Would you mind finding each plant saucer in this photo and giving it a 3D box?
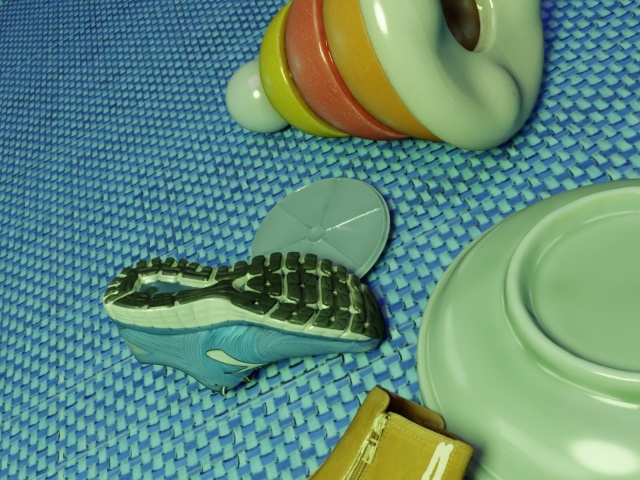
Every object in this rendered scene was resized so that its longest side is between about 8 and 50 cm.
[{"bbox_3d":[0.270,0.058,0.593,0.401,0.100,0.400,-14,41,12],"label":"plant saucer"}]

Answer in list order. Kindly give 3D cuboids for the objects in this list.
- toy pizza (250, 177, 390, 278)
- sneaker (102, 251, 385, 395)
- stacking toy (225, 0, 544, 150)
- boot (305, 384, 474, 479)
[{"bbox_3d":[0.000,0.000,0.942,0.201,0.032,0.201,-15,50,18],"label":"toy pizza"},{"bbox_3d":[-0.086,0.104,0.853,0.330,0.147,0.129,2,36,10],"label":"sneaker"},{"bbox_3d":[0.034,-0.261,1.000,0.480,0.351,0.350,-9,49,46],"label":"stacking toy"},{"bbox_3d":[0.015,0.230,0.628,0.295,0.104,0.211,0,65,61],"label":"boot"}]
